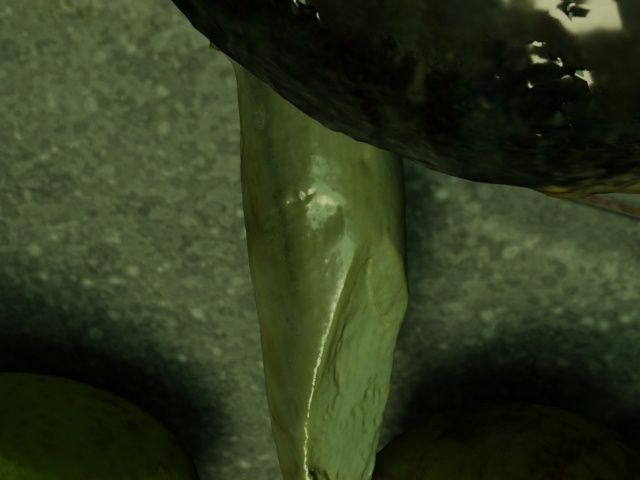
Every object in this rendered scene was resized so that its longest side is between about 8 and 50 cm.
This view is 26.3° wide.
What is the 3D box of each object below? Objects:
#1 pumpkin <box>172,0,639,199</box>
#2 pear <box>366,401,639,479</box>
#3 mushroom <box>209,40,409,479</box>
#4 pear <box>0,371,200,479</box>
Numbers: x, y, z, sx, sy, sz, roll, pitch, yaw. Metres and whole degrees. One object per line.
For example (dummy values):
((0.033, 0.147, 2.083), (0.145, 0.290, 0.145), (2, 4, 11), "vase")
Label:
((0.101, -0.237, 0.535), (0.454, 0.344, 0.454), (5, 113, 13), "pumpkin")
((0.129, 0.247, 0.889), (0.283, 0.283, 0.284), (7, 123, 10), "pear")
((0.003, 0.000, 0.818), (0.107, 0.087, 0.333), (0, 100, 46), "mushroom")
((-0.236, 0.207, 0.945), (0.318, 0.342, 0.239), (-11, 114, -7), "pear")
